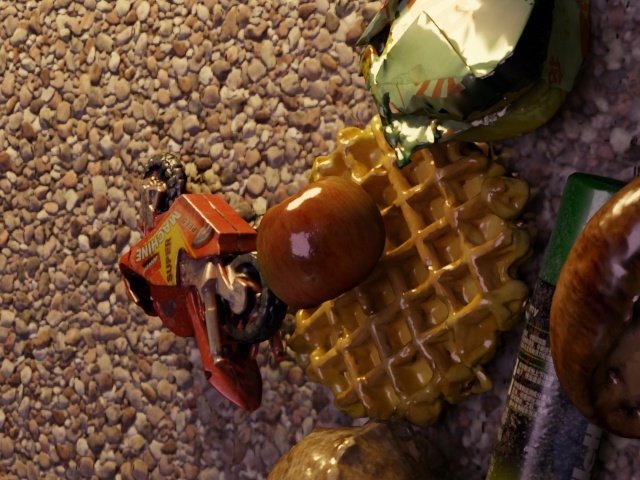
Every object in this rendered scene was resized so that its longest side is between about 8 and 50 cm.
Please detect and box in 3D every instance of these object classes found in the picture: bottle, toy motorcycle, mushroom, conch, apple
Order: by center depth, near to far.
[{"bbox_3d":[0.316,0.064,1.366,0.263,0.195,0.283,1,91,-5],"label":"mushroom"},{"bbox_3d":[0.220,0.108,1.502,0.093,0.093,0.330,20,101,35],"label":"bottle"},{"bbox_3d":[-0.002,0.002,1.560,0.126,0.126,0.102,-31,96,32],"label":"apple"},{"bbox_3d":[0.044,0.306,1.571,0.297,0.210,0.352,64,156,-5],"label":"conch"},{"bbox_3d":[-0.120,0.034,1.723,0.298,0.089,0.171,45,120,46],"label":"toy motorcycle"}]

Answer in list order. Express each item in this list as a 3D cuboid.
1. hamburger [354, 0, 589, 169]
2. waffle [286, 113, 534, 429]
[{"bbox_3d":[0.128,-0.157,1.528,0.214,0.125,0.235,-8,59,38],"label":"hamburger"},{"bbox_3d":[0.072,0.032,1.619,0.329,0.062,0.329,-4,84,41],"label":"waffle"}]
